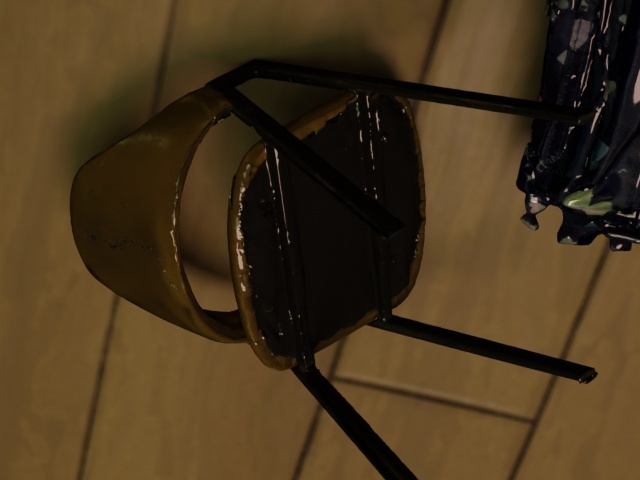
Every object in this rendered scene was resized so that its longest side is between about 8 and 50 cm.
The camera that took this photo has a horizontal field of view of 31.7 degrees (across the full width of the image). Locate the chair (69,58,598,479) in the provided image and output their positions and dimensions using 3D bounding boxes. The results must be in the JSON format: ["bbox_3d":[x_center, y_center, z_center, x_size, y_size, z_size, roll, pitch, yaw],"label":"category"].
[{"bbox_3d":[0.000,0.000,0.606,0.172,0.247,0.158,-27,125,-31],"label":"chair"}]

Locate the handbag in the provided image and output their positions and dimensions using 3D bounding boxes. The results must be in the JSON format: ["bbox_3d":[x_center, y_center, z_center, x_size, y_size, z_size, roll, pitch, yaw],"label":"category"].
[{"bbox_3d":[0.190,-0.099,0.564,0.162,0.113,0.260,9,128,6],"label":"handbag"}]
